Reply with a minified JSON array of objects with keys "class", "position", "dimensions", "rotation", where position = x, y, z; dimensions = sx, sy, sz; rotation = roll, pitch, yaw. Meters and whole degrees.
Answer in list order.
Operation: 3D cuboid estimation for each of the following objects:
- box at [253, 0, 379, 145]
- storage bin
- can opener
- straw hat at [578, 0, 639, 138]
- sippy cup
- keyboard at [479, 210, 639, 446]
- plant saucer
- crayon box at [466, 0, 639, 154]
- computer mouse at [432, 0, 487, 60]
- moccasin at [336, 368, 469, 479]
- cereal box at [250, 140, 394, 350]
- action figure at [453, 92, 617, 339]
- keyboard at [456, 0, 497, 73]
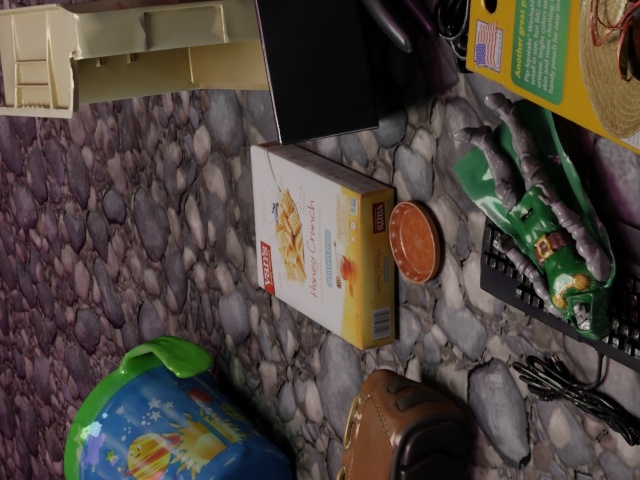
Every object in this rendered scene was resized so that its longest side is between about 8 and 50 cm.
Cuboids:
[{"class":"box","position":[-0.015,-0.230,1.598],"dimensions":[0.184,0.103,0.261],"rotation":[-128,29,-84]},{"class":"storage bin","position":[-0.203,-0.213,1.851],"dimensions":[0.260,0.262,0.123],"rotation":[11,108,60]},{"class":"can opener","position":[0.042,-0.235,1.439],"dimensions":[0.186,0.059,0.073],"rotation":[48,167,26]},{"class":"straw hat","position":[0.231,-0.138,1.115],"dimensions":[0.144,0.061,0.145],"rotation":[-179,90,-74]},{"class":"sippy cup","position":[-0.160,0.285,2.036],"dimensions":[0.224,0.240,0.305],"rotation":[26,162,44]},{"class":"keyboard","position":[0.233,0.075,1.406],"dimensions":[0.317,0.033,0.202],"rotation":[30,126,56]},{"class":"plant saucer","position":[0.096,0.001,1.647],"dimensions":[0.083,0.013,0.084],"rotation":[34,130,53]},{"class":"crayon box","position":[0.239,-0.183,1.235],"dimensions":[0.323,0.083,0.203],"rotation":[35,130,51]},{"class":"computer mouse","position":[0.080,-0.299,1.455],"dimensions":[0.272,0.072,0.189],"rotation":[-121,35,-48]},{"class":"moccasin","position":[0.057,0.317,1.711],"dimensions":[0.147,0.139,0.380],"rotation":[35,130,53]},{"class":"cereal box","position":[0.000,0.000,1.786],"dimensions":[0.240,0.047,0.173],"rotation":[26,123,56]},{"class":"action figure","position":[0.188,-0.016,1.387],"dimensions":[0.137,0.063,0.232],"rotation":[-53,51,40]},{"class":"keyboard","position":[0.163,-0.220,1.430],"dimensions":[0.192,0.038,0.100],"rotation":[111,161,-48]}]
